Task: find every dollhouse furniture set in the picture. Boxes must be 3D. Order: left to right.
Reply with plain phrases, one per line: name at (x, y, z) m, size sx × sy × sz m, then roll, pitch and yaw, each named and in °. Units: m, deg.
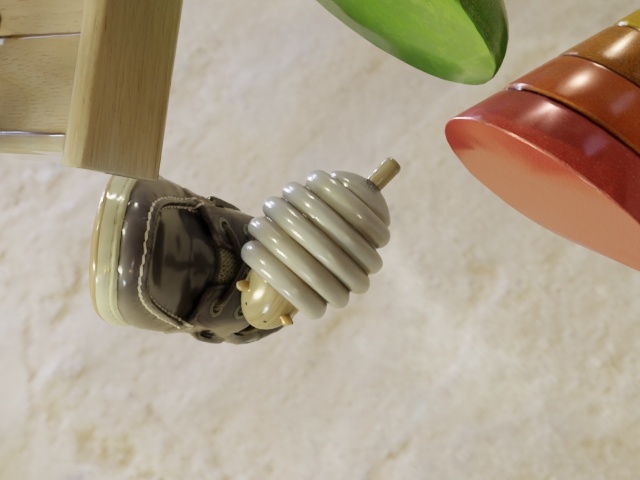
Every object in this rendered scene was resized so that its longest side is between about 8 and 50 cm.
dollhouse furniture set at (-0.243, -0.125, 0.676) m, size 0.174 × 0.356 × 0.303 m, roll 5°, pitch 87°, yaw 48°

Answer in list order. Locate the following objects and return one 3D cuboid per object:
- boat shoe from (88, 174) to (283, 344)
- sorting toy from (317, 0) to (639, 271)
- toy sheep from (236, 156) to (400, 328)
boat shoe at (-0.074, 0.016, 1.098) m, size 0.092 × 0.285 × 0.102 m, roll 8°, pitch 82°, yaw 11°
sorting toy at (0.068, -0.136, 0.727) m, size 0.126 × 0.365 × 0.127 m, roll -53°, pitch 36°, yaw -9°
toy sheep at (0.000, 0.000, 1.028) m, size 0.132 × 0.091 × 0.091 m, roll -52°, pitch 47°, yaw -2°
